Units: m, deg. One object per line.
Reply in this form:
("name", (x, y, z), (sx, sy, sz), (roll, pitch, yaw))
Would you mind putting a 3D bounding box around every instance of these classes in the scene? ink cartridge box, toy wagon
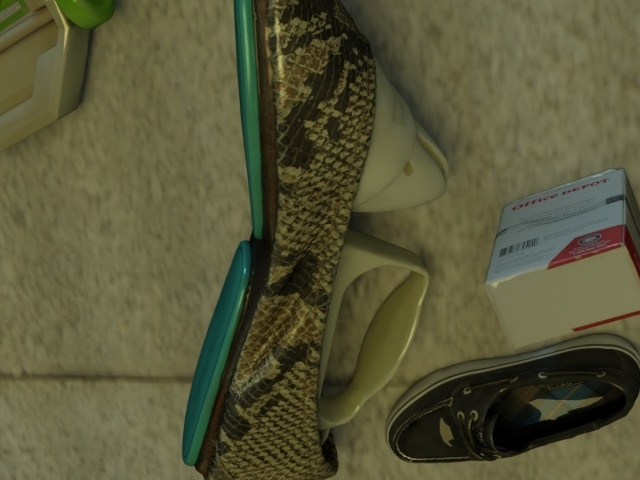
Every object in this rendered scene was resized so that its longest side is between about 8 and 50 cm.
("ink cartridge box", (0.178, 0.010, 0.745), (0.099, 0.135, 0.056), (-19, 108, 24))
("toy wagon", (-0.330, -0.232, 0.839), (0.267, 0.068, 0.344), (-24, 103, 24))

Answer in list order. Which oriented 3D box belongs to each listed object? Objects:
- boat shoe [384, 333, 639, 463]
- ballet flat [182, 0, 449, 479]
("boat shoe", (0.150, 0.143, 0.842), (0.228, 0.076, 0.080), (-19, 105, 23))
("ballet flat", (0.000, 0.000, 0.805), (0.182, 0.164, 0.483), (5, 121, -8))
